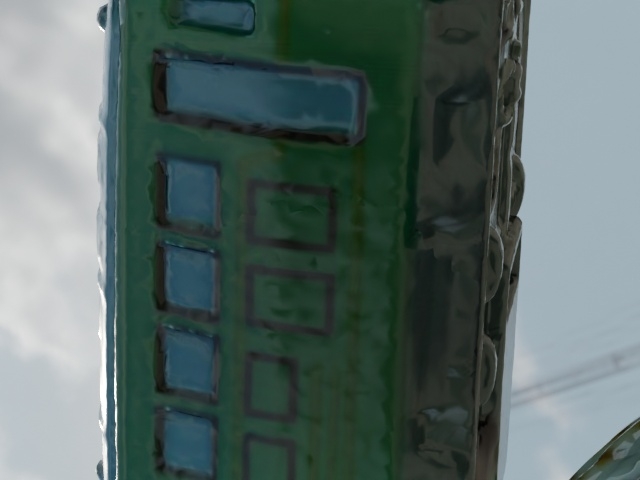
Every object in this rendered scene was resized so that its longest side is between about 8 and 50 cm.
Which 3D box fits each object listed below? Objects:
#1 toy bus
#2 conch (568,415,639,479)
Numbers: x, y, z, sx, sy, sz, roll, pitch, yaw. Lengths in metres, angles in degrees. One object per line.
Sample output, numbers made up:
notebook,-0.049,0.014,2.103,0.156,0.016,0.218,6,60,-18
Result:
toy bus,0.000,0.000,0.910,0.183,0.199,0.343,-58,-27,-68
conch,0.235,0.135,0.675,0.303,0.319,0.215,49,-130,-11
